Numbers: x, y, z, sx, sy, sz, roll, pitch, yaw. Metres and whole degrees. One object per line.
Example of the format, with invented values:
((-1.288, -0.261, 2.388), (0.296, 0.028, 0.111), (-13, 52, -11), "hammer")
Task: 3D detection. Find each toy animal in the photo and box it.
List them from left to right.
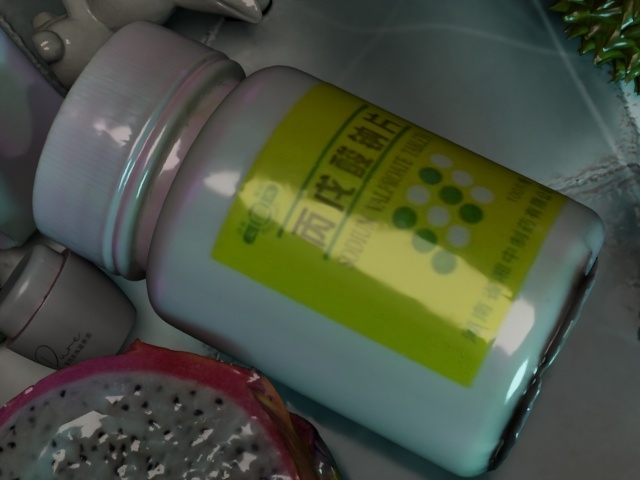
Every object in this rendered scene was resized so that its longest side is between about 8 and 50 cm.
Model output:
((-0.146, -0.196, 1.116), (0.181, 0.131, 0.127), (-34, 108, 3), "toy animal")

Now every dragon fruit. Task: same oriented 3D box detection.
((-0.120, 0.217, 0.958), (0.290, 0.189, 0.291), (-2, 67, 6), "dragon fruit")

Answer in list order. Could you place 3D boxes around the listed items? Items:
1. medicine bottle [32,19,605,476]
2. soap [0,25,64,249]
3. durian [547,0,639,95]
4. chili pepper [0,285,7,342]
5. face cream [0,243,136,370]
((0.000, 0.000, 0.978), (0.378, 0.213, 0.214), (26, 80, 11), "medicine bottle")
((-0.327, -0.146, 1.008), (0.208, 0.347, 0.115), (21, 66, 47), "soap")
((0.300, -0.198, 1.038), (0.351, 0.158, 0.169), (32, 69, 15), "durian")
((-0.281, 0.030, 1.078), (0.118, 0.035, 0.055), (48, 122, 14), "chili pepper")
((-0.198, 0.055, 1.039), (0.095, 0.091, 0.091), (33, 80, -17), "face cream")
